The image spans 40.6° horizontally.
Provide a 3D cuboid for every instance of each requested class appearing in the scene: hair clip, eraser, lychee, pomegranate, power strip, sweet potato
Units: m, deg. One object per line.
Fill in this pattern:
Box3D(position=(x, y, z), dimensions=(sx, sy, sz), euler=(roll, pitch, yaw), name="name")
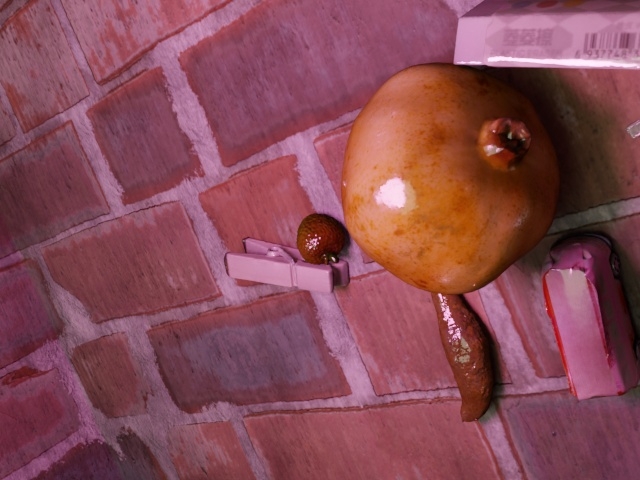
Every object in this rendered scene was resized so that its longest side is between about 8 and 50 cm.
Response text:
Box3D(position=(-0.087, 0.062, 2.123), dimensions=(0.330, 0.101, 0.085), euler=(9, 111, 36), name="hair clip")
Box3D(position=(0.432, -0.353, 1.404), dimensions=(0.396, 0.213, 0.082), euler=(10, 127, 37), name="eraser")
Box3D(position=(0.000, 0.000, 2.006), dimensions=(0.114, 0.114, 0.147), euler=(-58, 44, 41), name="lychee")
Box3D(position=(0.229, -0.115, 1.544), dimensions=(0.416, 0.416, 0.417), euler=(19, 121, 34), name="pomegranate")
Box3D(position=(0.562, -0.202, 1.490), dimensions=(0.083, 0.017, 0.027), euler=(-29, 89, 44), name="power strip")
Box3D(position=(0.312, 0.241, 1.868), dimensions=(0.114, 0.092, 0.342), euler=(2, 111, 58), name="sweet potato")

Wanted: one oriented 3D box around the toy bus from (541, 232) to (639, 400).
Box3D(position=(0.507, 0.144, 1.622), dimensions=(0.127, 0.147, 0.303), euler=(-10, 105, 37), name="toy bus")
